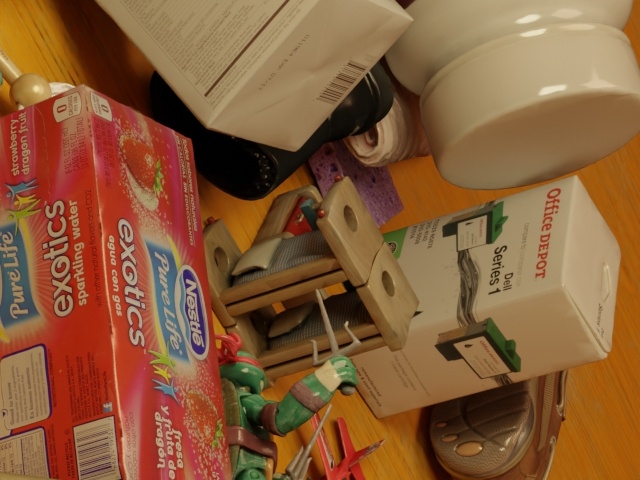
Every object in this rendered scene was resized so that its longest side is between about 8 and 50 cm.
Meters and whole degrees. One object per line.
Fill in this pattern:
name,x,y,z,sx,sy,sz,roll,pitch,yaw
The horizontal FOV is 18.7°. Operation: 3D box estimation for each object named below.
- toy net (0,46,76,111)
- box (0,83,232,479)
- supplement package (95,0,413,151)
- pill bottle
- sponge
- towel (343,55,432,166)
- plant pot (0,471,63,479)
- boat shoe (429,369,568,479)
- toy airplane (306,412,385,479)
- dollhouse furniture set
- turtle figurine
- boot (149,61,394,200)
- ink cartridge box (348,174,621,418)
toy net,-0.202,-0.108,1.258,0.232,0.045,0.122,43,16,-42
box,-0.148,0.051,1.197,0.122,0.128,0.257,27,50,-57
supplement package,-0.077,-0.201,1.395,0.244,0.139,0.134,50,17,22
pill bottle,0.143,-0.259,1.696,0.224,0.224,0.392,23,48,-58
sponge,0.010,-0.109,1.746,0.210,0.031,0.117,69,23,-5
towel,0.036,-0.225,1.800,0.332,0.053,0.317,-18,88,-73
plant pot,-0.115,0.239,1.045,0.274,0.256,0.256,35,41,-29
boat shoe,0.179,0.134,1.850,0.116,0.123,0.324,65,31,-31
toy airplane,0.016,0.186,1.564,0.151,0.028,0.151,44,37,-47
dollhouse furniture set,0.000,0.000,1.537,0.129,0.129,0.183,60,28,-23
turtle figurine,-0.042,0.158,1.372,0.175,0.118,0.234,109,-16,-57
boot,-0.067,-0.162,1.546,0.246,0.094,0.207,55,37,3
ink cartridge box,0.138,0.048,1.682,0.092,0.219,0.160,57,28,-29
